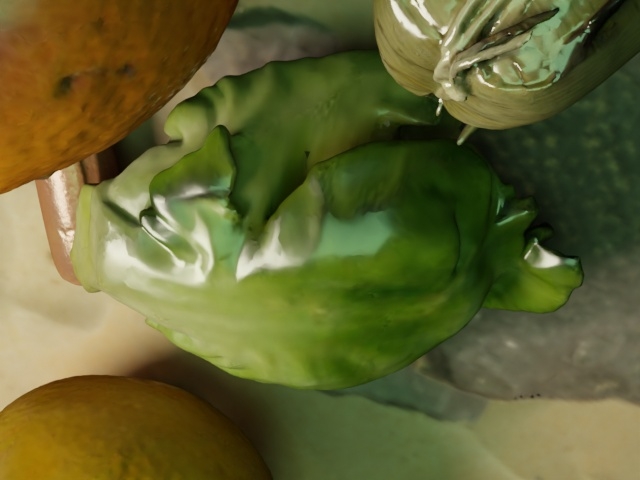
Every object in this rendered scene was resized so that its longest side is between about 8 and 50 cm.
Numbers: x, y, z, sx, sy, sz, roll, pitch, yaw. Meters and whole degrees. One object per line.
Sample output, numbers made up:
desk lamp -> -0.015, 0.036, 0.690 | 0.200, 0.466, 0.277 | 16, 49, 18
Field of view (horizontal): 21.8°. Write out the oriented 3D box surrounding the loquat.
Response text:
loquat -> -0.082, 0.124, 0.678 | 0.141, 0.141, 0.141 | 2, 116, 5

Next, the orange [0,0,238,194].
orange -> -0.132, -0.117, 0.544 | 0.224, 0.170, 0.224 | 2, 118, 4

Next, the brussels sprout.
brussels sprout -> -0.001, 0.002, 0.631 | 0.181, 0.100, 0.139 | -12, 133, -12

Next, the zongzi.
zongzi -> 0.065, -0.155, 0.537 | 0.194, 0.099, 0.197 | -43, 98, -2

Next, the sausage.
sausage -> -0.097, -0.023, 0.662 | 0.034, 0.034, 0.083 | -5, 115, 8
